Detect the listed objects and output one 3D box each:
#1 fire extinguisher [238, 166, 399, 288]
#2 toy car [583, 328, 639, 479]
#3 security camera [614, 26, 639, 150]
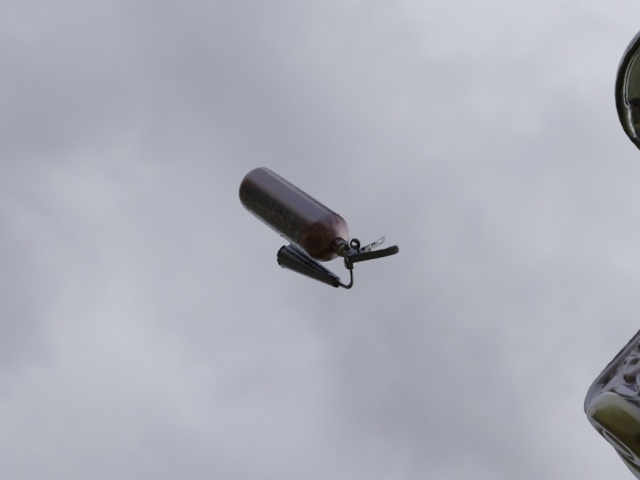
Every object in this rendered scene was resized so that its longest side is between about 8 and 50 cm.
[{"bbox_3d":[-0.005,0.002,0.950,0.100,0.032,0.046,36,-61,49],"label":"fire extinguisher"},{"bbox_3d":[0.422,0.172,1.814,0.226,0.242,0.336,46,-7,-24],"label":"toy car"},{"bbox_3d":[0.114,-0.063,0.611,0.058,0.092,0.058,1,-64,2],"label":"security camera"}]
